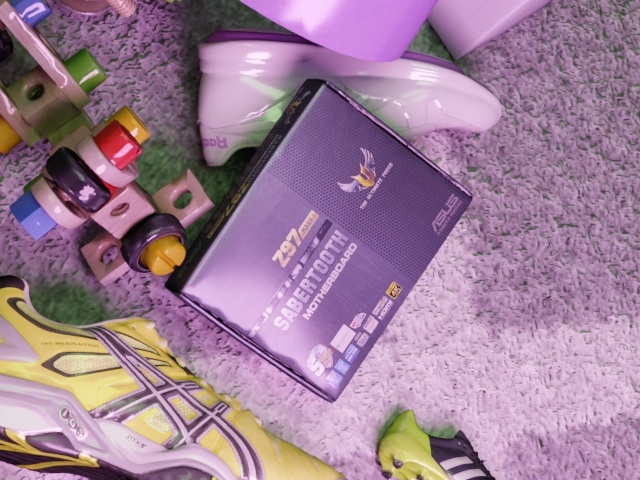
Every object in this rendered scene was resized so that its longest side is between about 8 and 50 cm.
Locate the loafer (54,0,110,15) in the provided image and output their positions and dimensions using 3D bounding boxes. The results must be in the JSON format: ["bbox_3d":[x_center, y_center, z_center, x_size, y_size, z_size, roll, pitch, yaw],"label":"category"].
[{"bbox_3d":[-0.204,-0.331,1.712,0.094,0.087,0.251,5,91,-20],"label":"loafer"}]

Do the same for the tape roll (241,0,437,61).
[{"bbox_3d":[-0.019,-0.276,1.698,0.275,0.090,0.275,28,22,-13],"label":"tape roll"}]

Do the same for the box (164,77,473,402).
[{"bbox_3d":[0.000,0.000,1.680,0.183,0.059,0.232,37,83,-20],"label":"box"}]

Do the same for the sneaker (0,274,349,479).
[{"bbox_3d":[-0.139,0.145,1.592,0.385,0.145,0.147,22,68,-16],"label":"sneaker"}]

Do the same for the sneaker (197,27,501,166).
[{"bbox_3d":[0.023,-0.112,1.767,0.305,0.114,0.152,5,93,-21],"label":"sneaker"}]

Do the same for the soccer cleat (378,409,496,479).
[{"bbox_3d":[0.135,0.220,1.727,0.179,0.060,0.072,34,53,-9],"label":"soccer cleat"}]

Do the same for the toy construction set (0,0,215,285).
[{"bbox_3d":[-0.187,-0.109,1.629,0.309,0.257,0.237,-61,145,-8],"label":"toy construction set"}]

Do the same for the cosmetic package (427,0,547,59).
[{"bbox_3d":[0.159,-0.327,1.799,0.138,0.224,0.224,-35,89,-26],"label":"cosmetic package"}]
